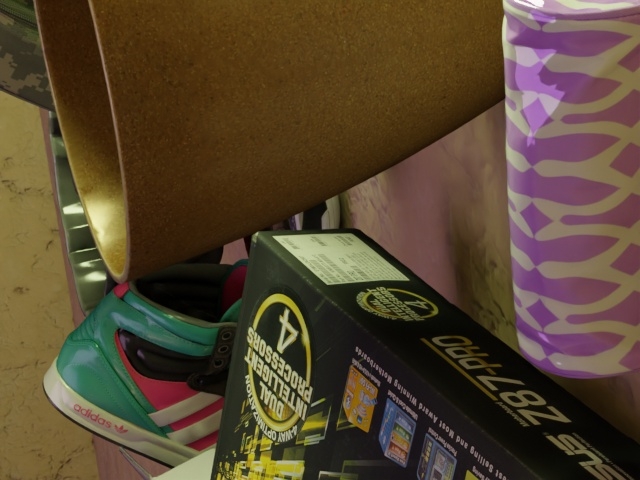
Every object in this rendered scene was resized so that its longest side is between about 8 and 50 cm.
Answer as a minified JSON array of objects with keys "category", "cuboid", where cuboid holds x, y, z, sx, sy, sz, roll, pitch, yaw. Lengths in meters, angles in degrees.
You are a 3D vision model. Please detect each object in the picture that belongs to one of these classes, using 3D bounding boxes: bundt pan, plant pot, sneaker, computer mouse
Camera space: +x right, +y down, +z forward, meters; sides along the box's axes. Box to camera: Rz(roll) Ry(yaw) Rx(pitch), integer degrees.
[{"category":"bundt pan","cuboid":[-0.171,-0.078,1.677,0.331,0.124,0.330,171,90,-75]},{"category":"plant pot","cuboid":[-0.015,-0.116,1.004,0.237,0.254,0.237,168,90,-77]},{"category":"sneaker","cuboid":[-0.070,0.110,1.558,0.178,0.296,0.124,-61,16,22]},{"category":"computer mouse","cuboid":[0.000,0.000,1.502,0.106,0.042,0.193,-110,9,-58]}]

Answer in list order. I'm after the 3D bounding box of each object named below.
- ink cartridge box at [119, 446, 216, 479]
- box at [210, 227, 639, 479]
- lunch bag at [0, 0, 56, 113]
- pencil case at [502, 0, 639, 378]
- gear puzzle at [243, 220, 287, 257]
[{"category":"ink cartridge box","cuboid":[-0.015,0.279,1.439,0.371,0.069,0.175,31,161,48]},{"category":"box","cuboid":[0.053,0.207,1.094,0.395,0.097,0.318,40,126,54]},{"category":"lunch bag","cuboid":[-0.163,-0.275,1.428,0.256,0.213,0.305,-45,32,42]},{"category":"pencil case","cuboid":[0.132,-0.030,0.858,0.088,0.086,0.206,14,124,36]},{"category":"gear puzzle","cuboid":[-0.059,-0.019,1.610,0.175,0.044,0.339,-108,7,-53]}]
